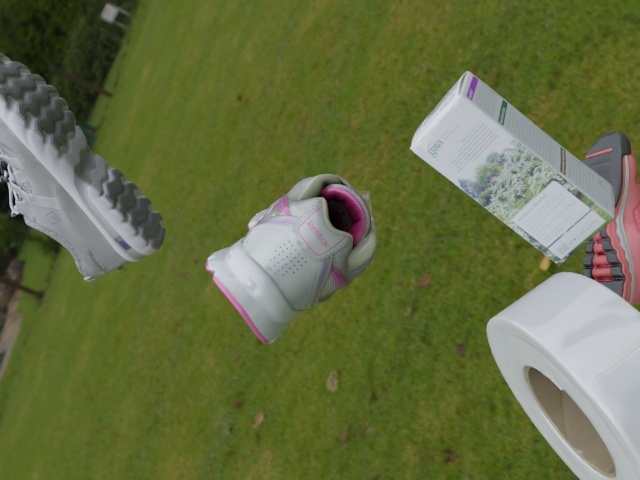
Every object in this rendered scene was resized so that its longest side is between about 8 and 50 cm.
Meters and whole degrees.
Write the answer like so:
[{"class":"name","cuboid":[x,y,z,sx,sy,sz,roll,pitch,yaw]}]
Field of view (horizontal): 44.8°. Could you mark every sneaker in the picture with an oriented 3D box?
[{"class":"sneaker","cuboid":[0.000,0.000,0.657,0.111,0.103,0.252,-36,7,15]},{"class":"sneaker","cuboid":[0.536,-0.034,1.376,0.116,0.136,0.313,-2,89,64]},{"class":"sneaker","cuboid":[-0.290,-0.070,0.786,0.115,0.281,0.105,-34,13,16]}]

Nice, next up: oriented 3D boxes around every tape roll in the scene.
[{"class":"tape roll","cuboid":[0.313,0.176,0.869,0.100,0.286,0.286,-33,21,-7]}]

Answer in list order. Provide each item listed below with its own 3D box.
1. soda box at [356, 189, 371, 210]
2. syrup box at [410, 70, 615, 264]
[{"class":"soda box","cuboid":[0.025,-0.002,1.091,0.181,0.058,0.061,112,159,-62]},{"class":"syrup box","cuboid":[0.233,-0.088,0.941,0.093,0.237,0.096,-49,6,33]}]
